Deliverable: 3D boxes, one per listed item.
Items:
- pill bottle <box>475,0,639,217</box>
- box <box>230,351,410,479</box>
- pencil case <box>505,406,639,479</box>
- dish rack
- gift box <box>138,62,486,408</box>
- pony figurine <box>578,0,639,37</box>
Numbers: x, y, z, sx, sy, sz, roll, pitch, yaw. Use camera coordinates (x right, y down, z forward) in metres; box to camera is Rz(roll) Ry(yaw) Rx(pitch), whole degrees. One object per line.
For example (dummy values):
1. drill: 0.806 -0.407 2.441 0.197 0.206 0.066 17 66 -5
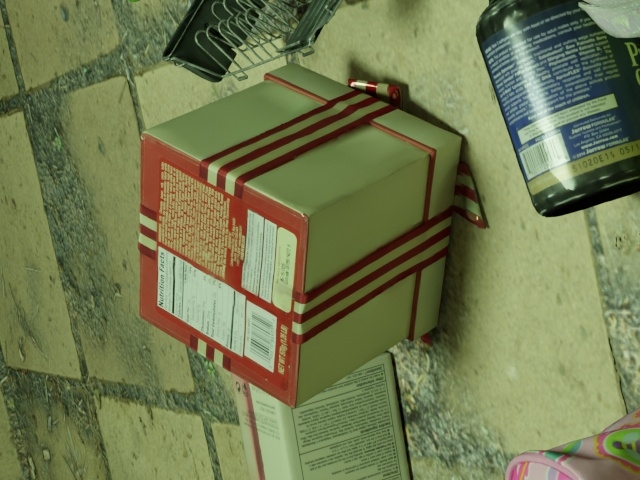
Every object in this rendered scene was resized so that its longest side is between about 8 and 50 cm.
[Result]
1. pill bottle: 0.195 -0.138 1.277 0.123 0.123 0.219 -30 76 63
2. box: 0.005 0.243 1.804 0.127 0.149 0.232 11 112 61
3. pencil case: 0.266 0.153 1.102 0.124 0.284 0.124 43 144 44
4. dish rack: -0.037 -0.261 1.602 0.271 0.074 0.208 -5 54 63
5. gift box: 0.000 0.000 1.590 0.276 0.258 0.255 31 130 29
6. pony figurine: 0.364 -0.113 0.857 0.351 0.303 0.363 -33 66 29
